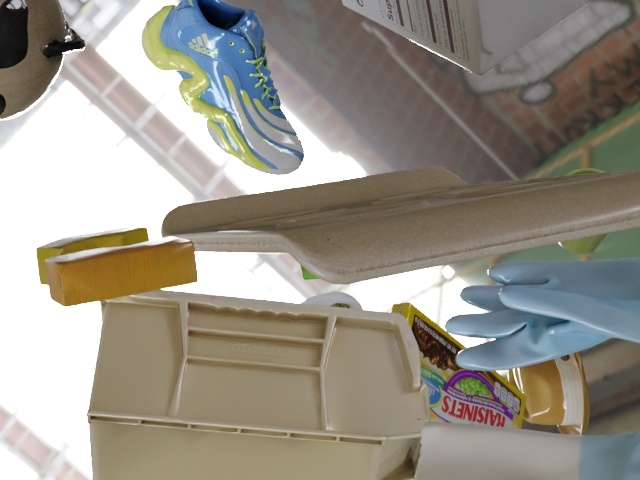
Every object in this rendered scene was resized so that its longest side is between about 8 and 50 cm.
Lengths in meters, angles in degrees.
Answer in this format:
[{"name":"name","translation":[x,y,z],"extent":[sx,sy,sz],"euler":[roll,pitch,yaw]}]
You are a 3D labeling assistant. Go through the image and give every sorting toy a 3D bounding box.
[{"name":"sorting toy","translation":[0.000,0.000,0.614],"extent":[0.307,0.041,0.229],"euler":[-10,-172,-24]}]

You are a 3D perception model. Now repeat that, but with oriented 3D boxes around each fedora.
[{"name":"fedora","translation":[0.303,0.190,1.580],"extent":[0.079,0.194,0.194],"euler":[-9,-166,-6]}]

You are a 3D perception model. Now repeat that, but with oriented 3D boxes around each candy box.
[{"name":"candy box","translation":[0.125,0.151,1.090],"extent":[0.027,0.206,0.105],"euler":[-8,-125,43]}]

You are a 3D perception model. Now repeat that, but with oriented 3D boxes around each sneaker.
[{"name":"sneaker","translation":[-0.090,-0.179,1.292],"extent":[0.126,0.240,0.091],"euler":[-36,-164,46]}]

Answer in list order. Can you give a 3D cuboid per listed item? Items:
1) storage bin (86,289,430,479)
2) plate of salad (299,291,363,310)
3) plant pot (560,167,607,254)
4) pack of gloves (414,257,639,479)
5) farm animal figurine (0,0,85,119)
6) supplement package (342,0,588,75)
[{"name":"storage bin","translation":[-0.058,0.176,0.964],"extent":[0.262,0.260,0.123],"euler":[100,-6,-46]},{"name":"plate of salad","translation":[-0.007,0.165,1.675],"extent":[0.200,0.200,0.048],"euler":[-48,-130,-4]},{"name":"plant pot","translation":[0.302,-0.026,1.318],"extent":[0.083,0.083,0.079],"euler":[-56,165,-31]},{"name":"pack of gloves","translation":[0.160,0.074,0.610],"extent":[0.232,0.046,0.195],"euler":[-4,-132,26]},{"name":"farm animal figurine","translation":[-0.271,-0.081,0.571],"extent":[0.327,0.330,0.172],"euler":[-18,-155,-21]},{"name":"supplement package","translation":[0.137,-0.275,0.748],"extent":[0.262,0.204,0.145],"euler":[-36,-133,-21]}]
